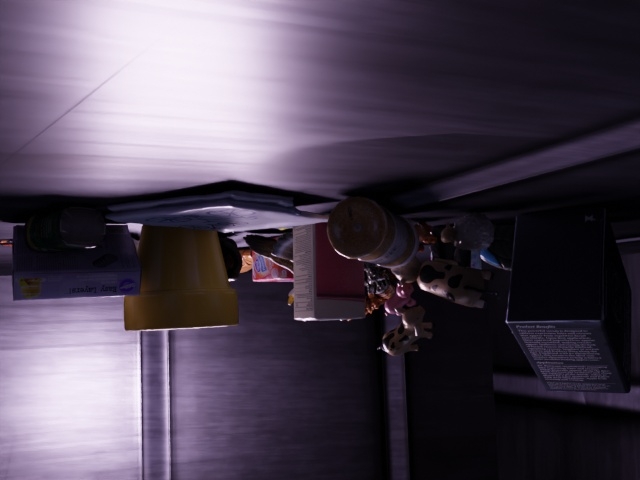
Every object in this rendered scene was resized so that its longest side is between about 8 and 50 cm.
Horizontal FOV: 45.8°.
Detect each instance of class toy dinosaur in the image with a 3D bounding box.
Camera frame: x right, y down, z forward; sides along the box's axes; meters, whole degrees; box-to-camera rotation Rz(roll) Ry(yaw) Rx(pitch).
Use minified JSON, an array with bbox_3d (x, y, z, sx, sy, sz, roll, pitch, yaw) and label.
[{"bbox_3d":[0.193,0.129,2.493,0.164,0.218,0.322,-28,-160,44],"label":"toy dinosaur"}]

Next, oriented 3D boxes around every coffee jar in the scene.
[{"bbox_3d":[-0.494,-0.019,1.450,0.096,0.079,0.184,5,172,-43],"label":"coffee jar"}]

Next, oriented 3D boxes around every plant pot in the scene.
[{"bbox_3d":[-0.312,0.078,1.698,0.253,0.239,0.254,-2,175,0],"label":"plant pot"}]

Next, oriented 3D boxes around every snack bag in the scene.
[{"bbox_3d":[-0.178,-0.052,1.460,0.322,0.037,0.342,-5,173,35],"label":"snack bag"}]

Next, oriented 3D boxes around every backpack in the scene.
[{"bbox_3d":[0.360,0.051,1.993,0.151,0.182,0.115,-8,172,40],"label":"backpack"}]

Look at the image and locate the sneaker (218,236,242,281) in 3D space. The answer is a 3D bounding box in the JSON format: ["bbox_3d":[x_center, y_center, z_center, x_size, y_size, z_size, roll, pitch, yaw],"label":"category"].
[{"bbox_3d":[-0.309,0.082,2.071,0.202,0.186,0.483,2,176,1],"label":"sneaker"}]

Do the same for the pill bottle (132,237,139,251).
[{"bbox_3d":[-0.520,0.055,2.032,0.117,0.117,0.215,-1,175,-9],"label":"pill bottle"}]

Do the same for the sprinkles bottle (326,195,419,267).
[{"bbox_3d":[0.118,-0.011,1.566,0.121,0.121,0.355,-4,174,16],"label":"sprinkles bottle"}]

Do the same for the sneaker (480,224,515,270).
[{"bbox_3d":[0.587,0.017,2.046,0.340,0.125,0.139,1,-177,5],"label":"sneaker"}]

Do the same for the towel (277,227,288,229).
[{"bbox_3d":[-0.090,-0.034,1.832,0.060,0.010,0.083,-5,174,22],"label":"towel"}]

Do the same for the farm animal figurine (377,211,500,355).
[{"bbox_3d":[0.248,0.106,1.771,0.326,0.331,0.172,-5,170,42],"label":"farm animal figurine"}]

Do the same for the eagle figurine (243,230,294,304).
[{"bbox_3d":[-0.035,0.076,1.963,0.226,0.298,0.225,-25,-165,14],"label":"eagle figurine"}]

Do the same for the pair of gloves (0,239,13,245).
[{"bbox_3d":[-0.796,0.006,1.975,0.074,0.010,0.083,2,171,-23],"label":"pair of gloves"}]

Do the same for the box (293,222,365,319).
[{"bbox_3d":[0.018,0.067,1.752,0.126,0.233,0.148,1,174,-21],"label":"box"}]

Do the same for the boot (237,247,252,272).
[{"bbox_3d":[-0.231,0.062,2.492,0.152,0.073,0.197,-10,174,32],"label":"boot"}]

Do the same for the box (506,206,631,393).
[{"bbox_3d":[0.609,0.155,1.819,0.211,0.294,0.395,-4,145,29],"label":"box"}]

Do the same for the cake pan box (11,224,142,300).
[{"bbox_3d":[-0.514,0.036,1.584,0.245,0.070,0.267,0,-157,-23],"label":"cake pan box"}]

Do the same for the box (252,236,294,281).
[{"bbox_3d":[-0.064,0.058,2.212,0.256,0.123,0.128,3,172,-44],"label":"box"}]
